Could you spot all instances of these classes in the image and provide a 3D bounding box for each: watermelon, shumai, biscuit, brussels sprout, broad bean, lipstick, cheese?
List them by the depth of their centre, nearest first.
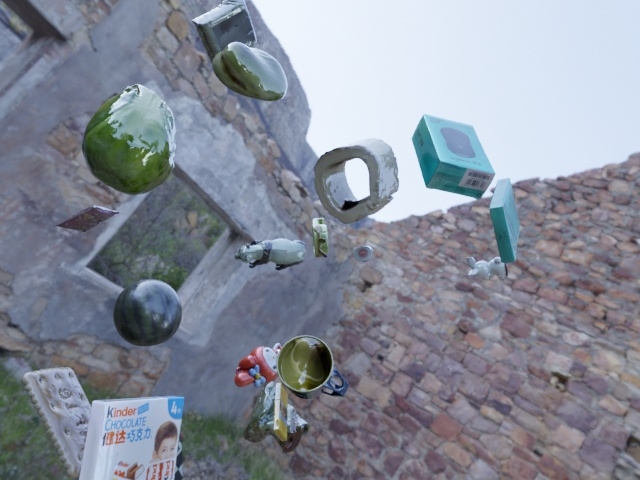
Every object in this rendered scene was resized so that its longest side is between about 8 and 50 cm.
[{"bbox_3d":[-0.447,-0.243,1.150,0.210,0.271,0.219,17,-25,-7],"label":"brussels sprout"},{"bbox_3d":[-0.715,0.510,1.377,0.324,0.044,0.217,56,-3,13],"label":"biscuit"},{"bbox_3d":[-0.196,-0.513,1.467,0.121,0.263,0.189,-34,-106,41],"label":"broad bean"},{"bbox_3d":[-0.541,0.225,1.503,0.212,0.212,0.212,33,-14,9],"label":"watermelon"},{"bbox_3d":[-0.156,0.654,1.738,0.204,0.222,0.272,27,4,-5],"label":"shumai"},{"bbox_3d":[0.174,0.050,1.805,0.063,0.057,0.186,-13,-3,14],"label":"lipstick"},{"bbox_3d":[0.144,-0.228,1.821,0.332,0.153,0.292,-20,-85,49],"label":"cheese"}]

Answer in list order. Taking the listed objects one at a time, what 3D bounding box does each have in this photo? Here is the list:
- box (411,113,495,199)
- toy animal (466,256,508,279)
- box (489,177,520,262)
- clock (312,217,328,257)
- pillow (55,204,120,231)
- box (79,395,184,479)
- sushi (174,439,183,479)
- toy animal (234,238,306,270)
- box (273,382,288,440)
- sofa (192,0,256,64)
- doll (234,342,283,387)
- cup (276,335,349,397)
[{"bbox_3d":[0.443,-0.292,1.630,0.205,0.311,0.118,12,-48,-12],"label":"box"},{"bbox_3d":[0.542,0.094,1.566,0.125,0.070,0.085,-10,-29,16],"label":"toy animal"},{"bbox_3d":[0.507,-0.060,1.310,0.042,0.226,0.160,-10,-70,30],"label":"box"},{"bbox_3d":[0.000,0.000,2.305,0.069,0.169,0.232,-4,22,-4],"label":"clock"},{"bbox_3d":[-0.752,-0.072,1.552,0.185,0.043,0.118,-18,-14,19],"label":"pillow"},{"bbox_3d":[-0.435,0.505,1.119,0.048,0.264,0.273,-3,-15,23],"label":"box"},{"bbox_3d":[-0.507,0.817,1.494,0.050,0.264,0.290,48,8,-31],"label":"sushi"},{"bbox_3d":[-0.152,0.040,1.482,0.225,0.093,0.121,5,-11,-19],"label":"toy animal"},{"bbox_3d":[-0.126,0.543,1.521,0.023,0.155,0.086,-9,-46,6],"label":"box"},{"bbox_3d":[-0.391,-0.839,1.885,0.176,0.225,0.210,43,-14,31],"label":"sofa"},{"bbox_3d":[-0.246,0.538,2.071,0.161,0.291,0.130,63,-36,19],"label":"doll"},{"bbox_3d":[-0.016,0.324,1.152,0.177,0.131,0.155,28,-24,14],"label":"cup"}]
